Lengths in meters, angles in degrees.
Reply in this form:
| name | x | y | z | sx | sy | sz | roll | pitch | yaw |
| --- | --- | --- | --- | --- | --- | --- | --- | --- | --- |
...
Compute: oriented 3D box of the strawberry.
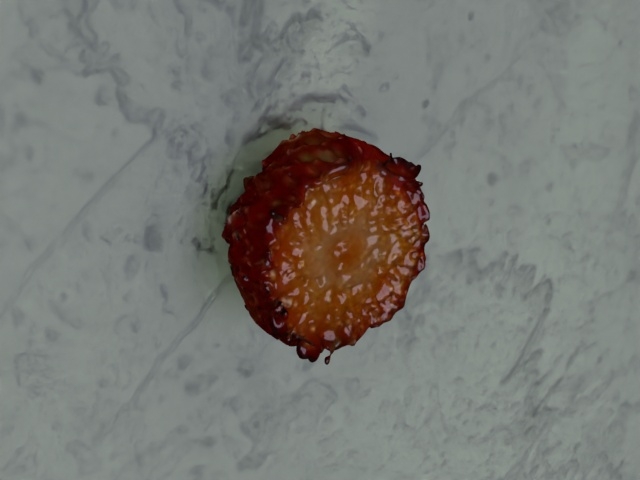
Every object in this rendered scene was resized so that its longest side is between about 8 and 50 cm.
| name | x | y | z | sx | sy | sz | roll | pitch | yaw |
| --- | --- | --- | --- | --- | --- | --- | --- | --- | --- |
| strawberry | 0.000 | 0.000 | 0.779 | 0.145 | 0.086 | 0.145 | -25 | 128 | -37 |
